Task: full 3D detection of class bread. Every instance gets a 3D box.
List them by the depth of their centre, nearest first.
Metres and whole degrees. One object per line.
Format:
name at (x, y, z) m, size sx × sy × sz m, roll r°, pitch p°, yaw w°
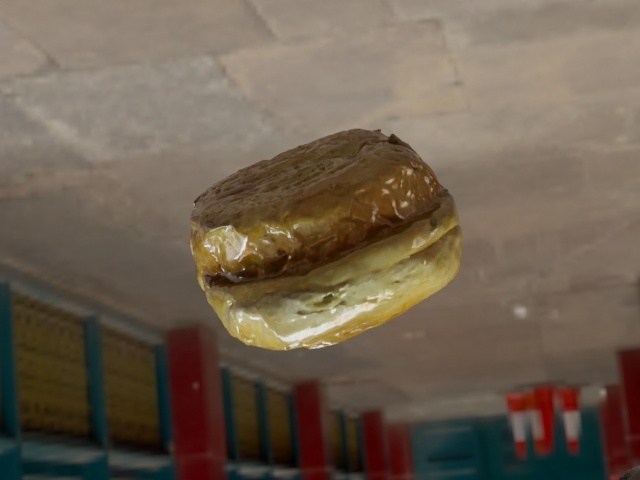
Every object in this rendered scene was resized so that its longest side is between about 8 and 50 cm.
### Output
bread at (0.003, -0.001, 1.131) m, size 0.198 × 0.120 × 0.236 m, roll -22°, pitch -164°, yaw -7°

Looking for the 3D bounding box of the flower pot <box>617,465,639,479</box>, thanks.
flower pot at (0.183, 0.148, 0.708) m, size 0.111 × 0.111 × 0.089 m, roll 5°, pitch 178°, yaw -41°
